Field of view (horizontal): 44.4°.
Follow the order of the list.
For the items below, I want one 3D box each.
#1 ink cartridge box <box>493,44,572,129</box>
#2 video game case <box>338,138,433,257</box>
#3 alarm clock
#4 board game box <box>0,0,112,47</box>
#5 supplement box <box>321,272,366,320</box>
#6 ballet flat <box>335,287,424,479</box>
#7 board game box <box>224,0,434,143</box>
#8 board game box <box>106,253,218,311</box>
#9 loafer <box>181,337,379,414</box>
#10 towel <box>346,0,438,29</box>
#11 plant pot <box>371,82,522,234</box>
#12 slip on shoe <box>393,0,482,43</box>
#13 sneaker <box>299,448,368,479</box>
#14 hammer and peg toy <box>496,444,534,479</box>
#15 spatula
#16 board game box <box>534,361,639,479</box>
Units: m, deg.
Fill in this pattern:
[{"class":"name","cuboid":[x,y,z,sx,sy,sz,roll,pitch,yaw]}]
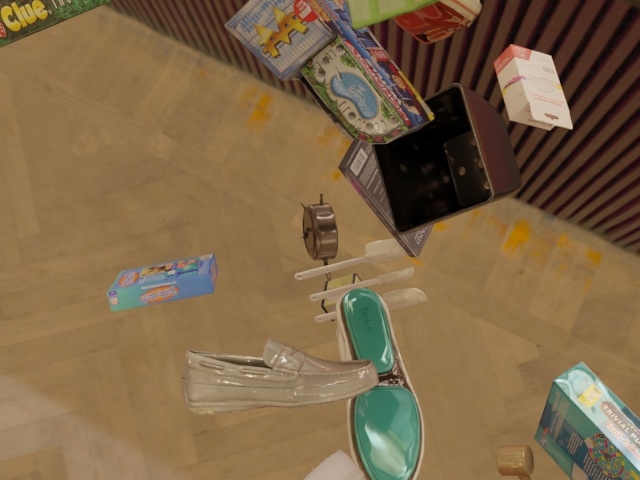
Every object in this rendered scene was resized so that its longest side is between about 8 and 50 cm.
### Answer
[{"class":"ink cartridge box","cuboid":[0.447,-0.306,1.647,0.115,0.067,0.198,9,57,-25]},{"class":"video game case","cuboid":[0.152,-0.125,1.479,0.026,0.274,0.196,5,58,43]},{"class":"alarm clock","cuboid":[0.000,0.000,1.774,0.064,0.129,0.192,-10,78,-14]},{"class":"board game box","cuboid":[-0.103,-0.163,0.460,0.260,0.136,0.030,-7,119,35]},{"class":"supplement box","cuboid":[0.055,0.132,1.827,0.083,0.056,0.083,-16,39,25]},{"class":"ballet flat","cuboid":[0.097,0.278,1.420,0.139,0.139,0.400,-11,56,3]},{"class":"board game box","cuboid":[0.005,-0.159,0.675,0.060,0.194,0.194,-38,89,22]},{"class":"board game box","cuboid":[-0.326,0.086,1.645,0.210,0.160,0.047,-10,104,-1]},{"class":"loafer","cuboid":[-0.067,0.213,1.268,0.320,0.112,0.111,-5,91,0]},{"class":"towel","cuboid":[0.049,-0.237,0.553,0.113,0.023,0.152,-9,96,39]},{"class":"plant pot","cuboid":[0.219,-0.125,1.267,0.187,0.167,0.188,-22,77,42]},{"class":"slip on shoe","cuboid":[0.136,-0.309,0.996,0.101,0.331,0.123,-33,90,14]},{"class":"sneaker","cuboid":[-0.012,0.282,0.585,0.150,0.366,0.135,42,115,13]},{"class":"hammer and peg toy","cuboid":[0.412,0.574,1.442,0.127,0.266,0.361,-16,46,35]},{"class":"spatula","cuboid":[0.078,0.087,1.591,0.242,0.019,0.168,-15,124,16]},{"class":"board game box","cuboid":[0.563,0.429,1.479,0.079,0.253,0.336,-29,54,-17]}]
